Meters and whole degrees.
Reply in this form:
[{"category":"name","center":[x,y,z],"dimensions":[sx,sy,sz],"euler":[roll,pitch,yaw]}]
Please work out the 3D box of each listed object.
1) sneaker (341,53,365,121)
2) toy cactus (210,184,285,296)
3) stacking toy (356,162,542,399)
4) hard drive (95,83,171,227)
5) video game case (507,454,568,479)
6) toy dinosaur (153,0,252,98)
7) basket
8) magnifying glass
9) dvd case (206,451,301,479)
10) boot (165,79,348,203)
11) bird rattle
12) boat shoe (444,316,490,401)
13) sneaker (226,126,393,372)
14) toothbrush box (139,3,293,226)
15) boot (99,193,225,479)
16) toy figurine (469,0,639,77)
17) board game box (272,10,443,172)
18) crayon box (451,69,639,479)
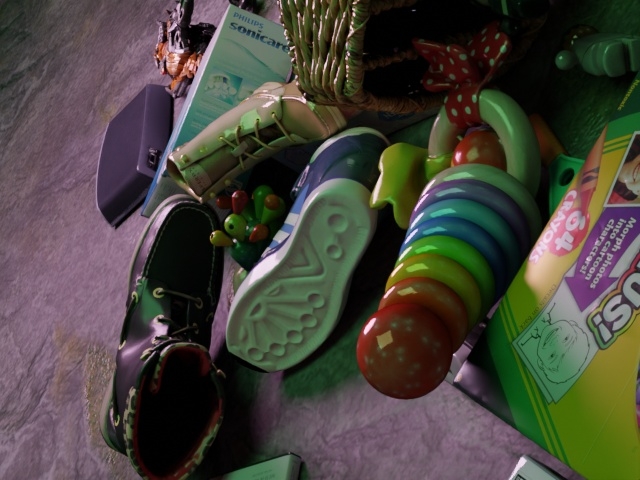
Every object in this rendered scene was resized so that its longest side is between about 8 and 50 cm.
[{"category":"sneaker","center":[0.045,-0.216,1.805],"dimensions":[0.134,0.070,0.051],"euler":[-44,36,30]},{"category":"toy cactus","center":[-0.099,0.012,1.872],"dimensions":[0.219,0.112,0.180],"euler":[36,-119,-87]},{"category":"stacking toy","center":[0.116,0.048,1.378],"dimensions":[0.141,0.141,0.330],"euler":[-37,8,35]},{"category":"hard drive","center":[-0.341,-0.162,2.508],"dimensions":[0.172,0.054,0.254],"euler":[-39,35,33]},{"category":"video game case","center":[0.190,0.355,1.195],"dimensions":[0.269,0.061,0.244],"euler":[-59,28,1]},{"category":"toy dinosaur","center":[-0.208,-0.345,2.425],"dimensions":[0.322,0.164,0.218],"euler":[28,103,43]},{"category":"basket","center":[0.132,-0.260,1.616],"dimensions":[0.223,0.299,0.213],"euler":[4,108,57]},{"category":"magnifying glass","center":[0.268,-0.072,1.506],"dimensions":[0.092,0.026,0.231],"euler":[-49,30,19]},{"category":"dvd case","center":[-0.106,0.390,1.666],"dimensions":[0.180,0.022,0.253],"euler":[-25,44,45]},{"category":"boot","center":[-0.091,-0.131,1.837],"dimensions":[0.203,0.095,0.262],"euler":[-37,21,-17]},{"category":"bird rattle","center":[0.178,-0.110,1.560],"dimensions":[0.207,0.143,0.253],"euler":[48,125,35]},{"category":"boat shoe","center":[0.153,0.110,1.482],"dimensions":[0.070,0.077,0.219],"euler":[-26,23,-9]},{"category":"sneaker","center":[0.000,-0.001,1.792],"dimensions":[0.323,0.130,0.236],"euler":[-59,5,32]},{"category":"toothbrush box","center":[-0.152,-0.173,2.087],"dimensions":[0.216,0.126,0.295],"euler":[135,155,-67]},{"category":"boot","center":[-0.194,0.133,1.831],"dimensions":[0.284,0.138,0.377],"euler":[-159,87,-74]},{"category":"toy figurine","center":[0.287,-0.293,1.493],"dimensions":[0.213,0.209,0.148],"euler":[-59,21,5]},{"category":"board game box","center":[0.078,-0.282,1.952],"dimensions":[0.318,0.066,0.318],"euler":[-19,49,50]},{"category":"crayon box","center":[0.318,0.047,1.233],"dimensions":[0.363,0.106,0.313],"euler":[-59,29,0]}]
